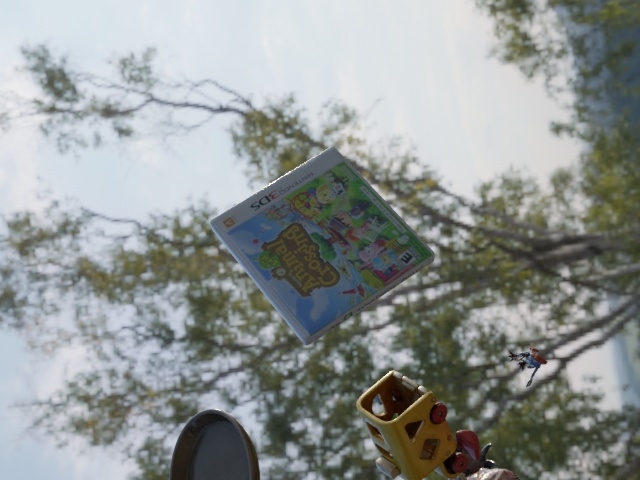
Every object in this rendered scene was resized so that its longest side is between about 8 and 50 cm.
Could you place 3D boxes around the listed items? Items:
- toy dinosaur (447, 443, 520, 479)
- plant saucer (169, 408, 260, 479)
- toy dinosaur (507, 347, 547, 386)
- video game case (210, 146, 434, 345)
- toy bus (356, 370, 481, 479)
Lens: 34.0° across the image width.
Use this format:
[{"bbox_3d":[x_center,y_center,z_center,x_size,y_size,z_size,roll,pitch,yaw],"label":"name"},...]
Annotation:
[{"bbox_3d":[0.261,0.407,1.682,0.127,0.295,0.200,48,-119,-21],"label":"toy dinosaur"},{"bbox_3d":[-0.203,0.467,2.031,0.041,0.278,0.278,11,-111,-40],"label":"plant saucer"},{"bbox_3d":[0.314,0.172,1.556,0.090,0.082,0.047,-44,-79,-31],"label":"toy dinosaur"},{"bbox_3d":[0.000,0.000,1.286,0.212,0.193,0.023,49,162,28],"label":"video game case"},{"bbox_3d":[0.125,0.285,1.464,0.202,0.104,0.191,49,159,13],"label":"toy bus"}]
